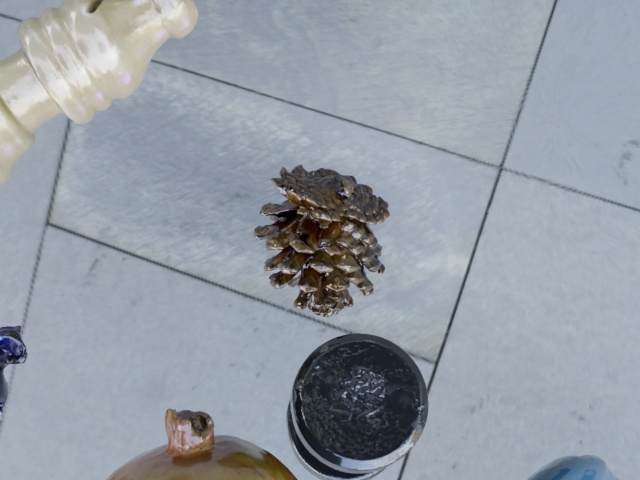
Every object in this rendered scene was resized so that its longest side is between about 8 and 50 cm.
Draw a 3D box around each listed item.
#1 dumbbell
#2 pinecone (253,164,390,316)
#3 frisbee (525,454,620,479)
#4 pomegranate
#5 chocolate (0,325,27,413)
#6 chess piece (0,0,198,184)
[{"bbox_3d":[0.036,0.206,1.046,0.153,0.218,0.152,1,70,-3],"label":"dumbbell"},{"bbox_3d":[0.003,-0.002,1.103,0.150,0.179,0.195,-4,93,42],"label":"pinecone"},{"bbox_3d":[0.088,0.230,0.345,0.049,0.290,0.289,10,100,34],"label":"frisbee"},{"bbox_3d":[-0.122,0.301,0.883,0.229,0.252,0.270,-7,85,52],"label":"pomegranate"},{"bbox_3d":[-0.488,0.217,1.104,0.343,0.148,0.126,-28,129,17],"label":"chocolate"},{"bbox_3d":[-0.263,-0.171,0.902,0.307,0.124,0.138,-29,102,0],"label":"chess piece"}]
